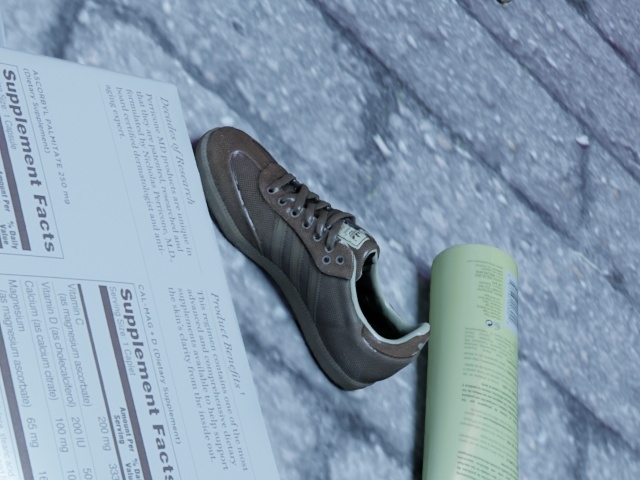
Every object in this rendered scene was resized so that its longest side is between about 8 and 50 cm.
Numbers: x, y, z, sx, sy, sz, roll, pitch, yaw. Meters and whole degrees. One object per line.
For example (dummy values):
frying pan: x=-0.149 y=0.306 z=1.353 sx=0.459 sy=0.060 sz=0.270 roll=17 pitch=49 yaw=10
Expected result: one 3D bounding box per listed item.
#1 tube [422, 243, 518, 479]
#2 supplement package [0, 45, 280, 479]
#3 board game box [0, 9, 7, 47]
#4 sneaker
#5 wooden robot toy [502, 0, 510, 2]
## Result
tube: x=0.098 y=0.116 z=0.964 sx=0.070 sy=0.062 sz=0.240 roll=4 pitch=57 yaw=0
supplement package: x=-0.138 y=0.090 z=0.547 sx=0.145 sy=0.204 sz=0.262 roll=8 pitch=59 yaw=-48
board game box: x=-0.340 y=-0.249 z=0.658 sx=0.390 sy=0.050 sz=0.390 roll=12 pitch=54 yaw=-44
sneaker: x=0.000 y=0.000 z=0.907 sx=0.188 sy=0.071 sz=0.066 roll=56 pitch=34 yaw=-6
wooden robot toy: x=0.163 y=-0.264 z=1.305 sx=0.173 sy=0.079 sz=0.076 roll=23 pitch=48 yaw=-41
